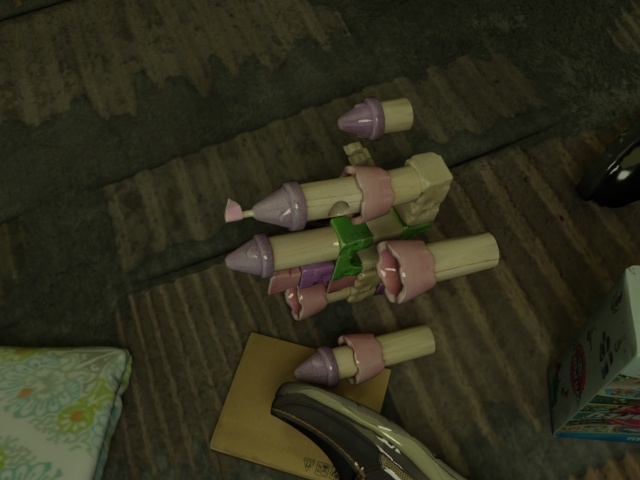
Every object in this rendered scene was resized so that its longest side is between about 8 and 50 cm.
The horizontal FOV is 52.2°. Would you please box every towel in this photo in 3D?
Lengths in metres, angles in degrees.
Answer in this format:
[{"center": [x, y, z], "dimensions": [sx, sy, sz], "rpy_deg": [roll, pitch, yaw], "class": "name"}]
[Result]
[{"center": [-0.409, 0.260, 0.737], "dimensions": [0.320, 0.090, 0.374], "rpy_deg": [3, 34, -5], "class": "towel"}]

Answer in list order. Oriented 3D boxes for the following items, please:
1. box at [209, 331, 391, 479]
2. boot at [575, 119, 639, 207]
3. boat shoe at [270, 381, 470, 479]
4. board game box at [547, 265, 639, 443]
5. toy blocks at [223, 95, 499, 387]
[{"center": [-0.023, 0.220, 0.852], "dimensions": [0.201, 0.021, 0.164], "rpy_deg": [13, 62, 11], "class": "box"}, {"center": [0.571, -0.078, 0.918], "dimensions": [0.348, 0.131, 0.260], "rpy_deg": [-26, 62, -11], "class": "boot"}, {"center": [0.083, 0.289, 0.730], "dimensions": [0.355, 0.132, 0.130], "rpy_deg": [31, 73, 11], "class": "boat shoe"}, {"center": [0.397, 0.139, 0.708], "dimensions": [0.224, 0.303, 0.097], "rpy_deg": [2, 61, 6], "class": "board game box"}, {"center": [0.000, 0.000, 0.803], "dimensions": [0.260, 0.288, 0.309], "rpy_deg": [-12, 59, -18], "class": "toy blocks"}]
